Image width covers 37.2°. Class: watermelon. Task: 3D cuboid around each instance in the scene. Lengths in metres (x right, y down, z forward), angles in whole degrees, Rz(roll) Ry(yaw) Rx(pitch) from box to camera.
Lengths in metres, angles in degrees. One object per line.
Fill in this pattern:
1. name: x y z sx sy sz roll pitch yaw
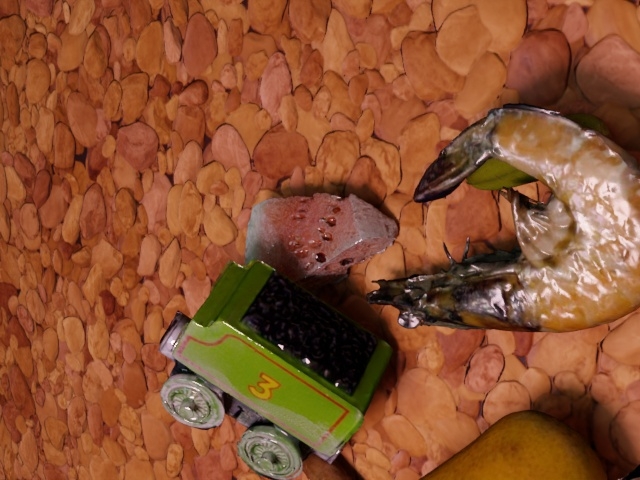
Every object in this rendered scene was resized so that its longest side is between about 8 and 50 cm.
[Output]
1. watermelon: 0.000 0.000 1.344 0.241 0.094 0.154 -17 75 42

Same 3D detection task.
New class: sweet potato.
1. sweet potato: 0.032 0.365 1.373 0.281 0.059 0.067 37 133 34

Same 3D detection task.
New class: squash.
1. squash: 0.248 -0.097 1.102 0.201 0.066 0.066 -19 83 50

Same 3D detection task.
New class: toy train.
1. toy train: -0.073 0.180 1.313 0.307 0.173 0.249 33 133 -1

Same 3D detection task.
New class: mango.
1. mango: 0.200 0.372 1.114 0.264 0.221 0.378 44 115 34

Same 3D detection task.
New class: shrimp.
1. shrimp: 0.194 -0.002 1.118 0.445 0.085 0.272 -21 98 48

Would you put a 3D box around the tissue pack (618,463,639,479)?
1. tissue pack: 0.467 0.241 0.853 0.370 0.198 0.210 -37 69 40
